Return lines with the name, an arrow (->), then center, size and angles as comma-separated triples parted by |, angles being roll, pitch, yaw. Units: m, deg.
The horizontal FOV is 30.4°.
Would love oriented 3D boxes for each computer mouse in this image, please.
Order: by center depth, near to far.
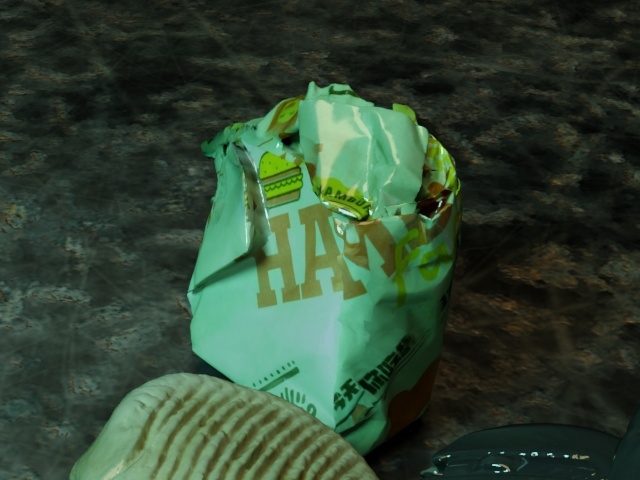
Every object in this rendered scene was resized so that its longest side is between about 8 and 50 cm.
computer mouse -> 0.138, 0.144, 0.665 | 0.172, 0.057, 0.099 | 12, 41, 18

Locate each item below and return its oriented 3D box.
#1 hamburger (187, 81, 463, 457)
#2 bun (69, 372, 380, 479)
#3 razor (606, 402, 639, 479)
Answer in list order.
hamburger -> -0.003, -0.001, 0.757 | 0.125, 0.214, 0.235 | -4, 25, -31
bun -> -0.054, 0.149, 0.594 | 0.167, 0.113, 0.173 | 36, 22, 35
razor -> 0.182, 0.200, 0.478 | 0.189, 0.107, 0.327 | 47, 33, -8
